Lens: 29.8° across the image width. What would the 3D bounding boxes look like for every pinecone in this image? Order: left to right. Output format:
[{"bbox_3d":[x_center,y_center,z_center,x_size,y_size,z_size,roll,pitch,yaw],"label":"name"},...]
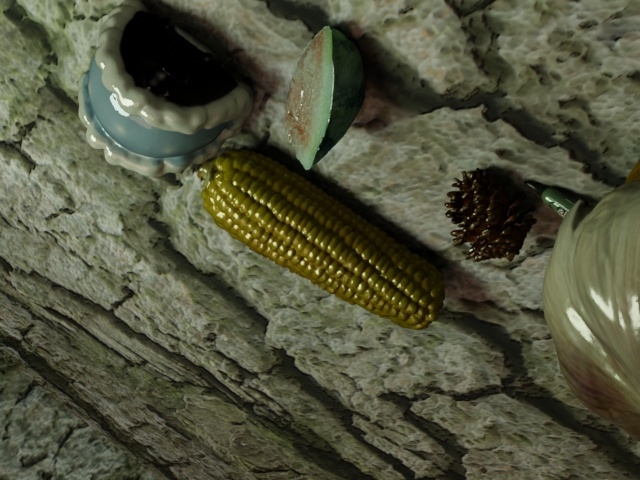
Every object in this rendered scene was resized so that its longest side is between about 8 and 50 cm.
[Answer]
[{"bbox_3d":[0.191,-0.028,1.367,0.102,0.102,0.109,-8,120,49],"label":"pinecone"}]

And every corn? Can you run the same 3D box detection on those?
[{"bbox_3d":[0.000,0.000,1.562,0.363,0.120,0.120,32,150,1],"label":"corn"}]

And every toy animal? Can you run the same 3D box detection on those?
[{"bbox_3d":[-0.206,-0.172,1.478,0.208,0.156,0.204,39,146,-3],"label":"toy animal"}]

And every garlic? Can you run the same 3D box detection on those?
[{"bbox_3d":[0.359,0.085,1.128,0.322,0.241,0.322,44,171,9],"label":"garlic"}]

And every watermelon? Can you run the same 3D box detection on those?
[{"bbox_3d":[0.005,-0.171,1.366,0.094,0.081,0.180,44,136,14],"label":"watermelon"}]

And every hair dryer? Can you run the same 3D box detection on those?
[{"bbox_3d":[0.283,-0.027,1.321,0.150,0.071,0.047,37,151,31],"label":"hair dryer"}]

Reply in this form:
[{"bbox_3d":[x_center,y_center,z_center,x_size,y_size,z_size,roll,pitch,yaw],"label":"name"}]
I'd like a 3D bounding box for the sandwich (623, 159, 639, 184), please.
[{"bbox_3d":[0.405,-0.042,1.165,0.186,0.065,0.215,32,151,3],"label":"sandwich"}]
